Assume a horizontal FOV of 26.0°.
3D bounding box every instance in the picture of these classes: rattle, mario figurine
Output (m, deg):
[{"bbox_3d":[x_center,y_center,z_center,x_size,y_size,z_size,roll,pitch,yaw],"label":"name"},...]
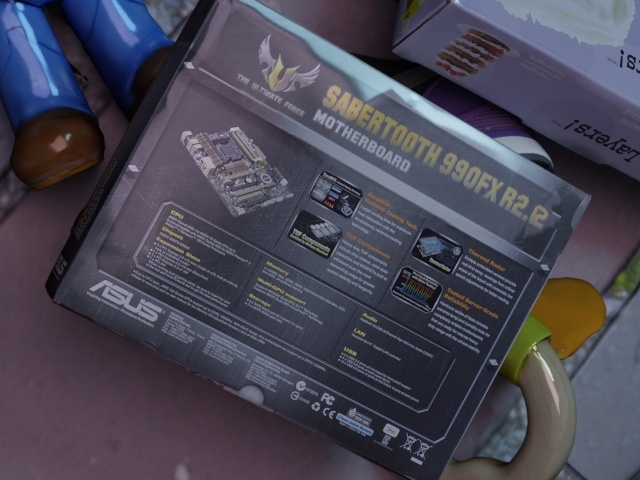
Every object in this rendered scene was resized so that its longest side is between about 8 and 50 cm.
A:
[{"bbox_3d":[0.107,0.130,0.855,0.130,0.143,0.200,0,97,18],"label":"rattle"},{"bbox_3d":[-0.185,-0.191,0.754,0.321,0.170,0.198,58,39,-8],"label":"mario figurine"}]

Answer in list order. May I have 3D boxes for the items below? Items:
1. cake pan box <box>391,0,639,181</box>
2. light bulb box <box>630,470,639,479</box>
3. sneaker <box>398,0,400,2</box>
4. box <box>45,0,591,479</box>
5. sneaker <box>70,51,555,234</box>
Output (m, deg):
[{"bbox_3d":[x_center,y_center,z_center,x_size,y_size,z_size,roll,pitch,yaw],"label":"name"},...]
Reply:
[{"bbox_3d":[0.179,-0.168,0.846,0.266,0.070,0.246,25,61,-23],"label":"cake pan box"},{"bbox_3d":[0.288,0.225,0.715,0.361,0.358,0.225,-39,94,-15],"label":"light bulb box"},{"bbox_3d":[0.013,-0.251,0.871,0.228,0.086,0.132,29,70,-19],"label":"sneaker"},{"bbox_3d":[0.000,0.000,0.730,0.231,0.056,0.183,28,89,-15],"label":"box"},{"bbox_3d":[-0.014,-0.047,0.832,0.283,0.107,0.124,-12,61,-12],"label":"sneaker"}]
